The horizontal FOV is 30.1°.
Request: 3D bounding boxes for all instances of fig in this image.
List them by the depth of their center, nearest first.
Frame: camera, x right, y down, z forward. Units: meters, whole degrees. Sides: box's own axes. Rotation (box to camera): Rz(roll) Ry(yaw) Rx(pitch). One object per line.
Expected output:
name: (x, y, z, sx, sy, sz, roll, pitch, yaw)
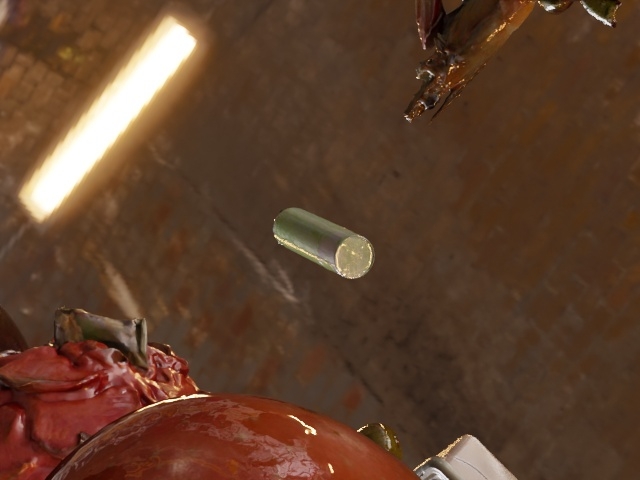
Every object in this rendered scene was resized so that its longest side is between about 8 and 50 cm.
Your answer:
fig: (0.071, 0.295, 1.670, 0.088, 0.074, 0.074, -23, -135, 19)

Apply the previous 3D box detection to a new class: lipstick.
lipstick: (0.000, 0.000, 1.967, 0.076, 0.076, 0.304, -63, -157, -2)

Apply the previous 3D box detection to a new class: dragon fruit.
dragon fruit: (-0.215, 0.230, 1.027, 0.277, 0.277, 0.342, 2, -104, 55)

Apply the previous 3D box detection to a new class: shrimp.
shrimp: (0.163, -0.279, 1.461, 0.287, 0.152, 0.063, -54, 177, 22)

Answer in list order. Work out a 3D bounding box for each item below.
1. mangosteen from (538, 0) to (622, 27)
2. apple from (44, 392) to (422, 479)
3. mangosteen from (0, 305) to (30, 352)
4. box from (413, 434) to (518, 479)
mangosteen: (0.324, -0.379, 1.540, 0.194, 0.230, 0.194, -19, -168, 4)
apple: (-0.045, 0.204, 0.587, 0.216, 0.260, 0.260, 23, -95, 58)
mangosteen: (-0.494, 0.190, 1.412, 0.306, 0.307, 0.347, -58, -173, 6)
box: (0.142, 0.245, 1.110, 0.062, 0.122, 0.089, -39, 171, -40)
